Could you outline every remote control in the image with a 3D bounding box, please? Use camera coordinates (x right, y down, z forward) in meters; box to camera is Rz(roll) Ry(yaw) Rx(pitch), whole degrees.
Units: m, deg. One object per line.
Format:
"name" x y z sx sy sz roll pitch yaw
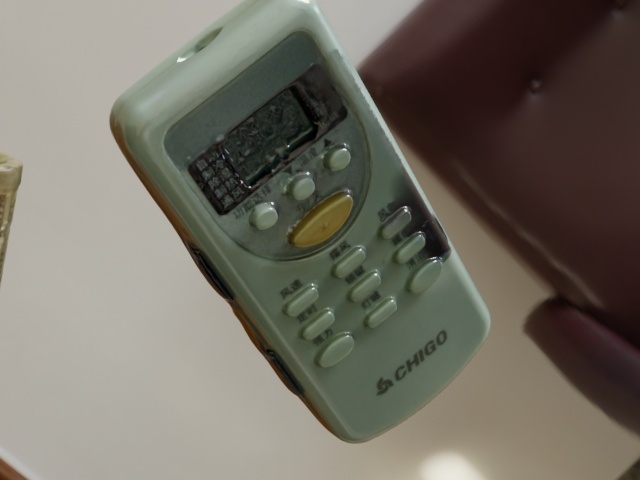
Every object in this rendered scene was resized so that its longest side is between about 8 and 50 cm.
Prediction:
"remote control" 0.000 0.000 0.729 0.140 0.296 0.056 -38 34 -8

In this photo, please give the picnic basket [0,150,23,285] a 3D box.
"picnic basket" -0.323 0.026 0.523 0.228 0.312 0.175 21 106 34
